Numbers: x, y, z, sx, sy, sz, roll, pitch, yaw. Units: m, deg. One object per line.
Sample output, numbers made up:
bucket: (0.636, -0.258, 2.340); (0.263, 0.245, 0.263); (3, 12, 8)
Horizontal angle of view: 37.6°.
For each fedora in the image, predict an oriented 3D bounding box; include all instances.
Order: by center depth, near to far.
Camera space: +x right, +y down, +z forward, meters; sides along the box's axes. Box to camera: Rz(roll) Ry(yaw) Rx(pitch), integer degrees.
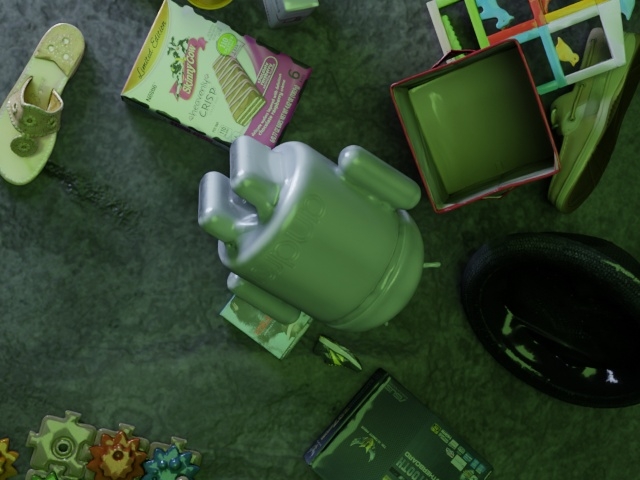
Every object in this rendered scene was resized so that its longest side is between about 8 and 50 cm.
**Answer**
fedora: (0.384, 0.091, 1.402); (0.334, 0.334, 0.152); (49, 47, -8)

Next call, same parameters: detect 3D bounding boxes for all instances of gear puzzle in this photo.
gear puzzle: (-0.346, 0.339, 1.339); (0.338, 0.044, 0.176); (17, 88, -11)

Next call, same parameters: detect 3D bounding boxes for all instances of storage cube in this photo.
storage cube: (0.227, -0.167, 1.338); (0.183, 0.193, 0.215); (-19, 94, 16)

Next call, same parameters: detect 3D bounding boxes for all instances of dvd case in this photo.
dvd case: (-0.078, 0.111, 1.403); (0.119, 0.013, 0.087); (39, 84, -10)

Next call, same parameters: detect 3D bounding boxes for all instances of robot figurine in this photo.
robot figurine: (0.000, 0.000, 1.302); (0.353, 0.200, 0.300); (30, 122, -26)

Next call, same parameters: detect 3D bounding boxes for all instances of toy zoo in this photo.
toy zoo: (0.328, -0.319, 1.408); (0.293, 0.030, 0.192); (-19, 95, 14)

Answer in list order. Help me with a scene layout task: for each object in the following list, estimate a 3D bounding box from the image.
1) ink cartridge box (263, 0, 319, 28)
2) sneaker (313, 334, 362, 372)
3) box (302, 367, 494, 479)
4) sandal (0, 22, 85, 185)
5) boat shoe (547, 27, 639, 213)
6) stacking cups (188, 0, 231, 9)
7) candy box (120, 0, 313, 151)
ink cartridge box: (-0.048, -0.361, 1.347); (0.052, 0.122, 0.089); (-14, 94, -14)
sneaker: (0.025, 0.176, 1.418); (0.083, 0.031, 0.035); (37, 98, -5)
box: (0.118, 0.336, 1.420); (0.232, 0.059, 0.183); (43, 84, -8)
sandal: (-0.396, -0.194, 1.303); (0.088, 0.079, 0.240); (22, 87, -10)
boat shoe: (0.408, -0.188, 1.455); (0.098, 0.109, 0.302); (21, 86, 28)
stacking cups: (-0.133, -0.389, 1.231); (0.095, 0.316, 0.096); (0, 89, -12)
candy box: (-0.149, -0.225, 1.355); (0.233, 0.071, 0.159); (24, 87, -10)
